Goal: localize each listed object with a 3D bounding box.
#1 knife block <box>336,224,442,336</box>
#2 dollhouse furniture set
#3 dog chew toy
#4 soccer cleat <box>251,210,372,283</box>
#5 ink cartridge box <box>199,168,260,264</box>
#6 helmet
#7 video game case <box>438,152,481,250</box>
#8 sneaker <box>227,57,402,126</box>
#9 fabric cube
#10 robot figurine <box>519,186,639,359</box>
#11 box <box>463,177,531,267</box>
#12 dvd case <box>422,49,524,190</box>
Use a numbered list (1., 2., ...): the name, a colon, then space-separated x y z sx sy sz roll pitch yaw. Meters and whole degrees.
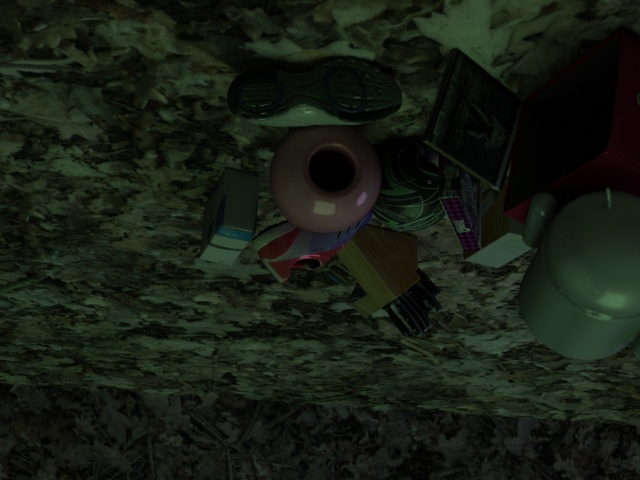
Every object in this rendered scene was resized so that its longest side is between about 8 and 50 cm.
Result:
1. knife block: 0.148 0.099 2.152 0.276 0.242 0.088 14 153 -22
2. dollhouse furniture set: 0.099 0.074 2.283 0.184 0.129 0.129 37 146 -13
3. dog chew toy: -0.002 -0.108 1.774 0.207 0.206 0.332 6 173 -7
4. soccer cleat: 0.000 0.000 1.970 0.318 0.116 0.109 -19 168 -40
5. ink cartridge box: -0.195 -0.048 1.986 0.082 0.139 0.190 11 154 -18
6. helmet: 0.174 -0.097 1.797 0.169 0.161 0.169 -13 149 -8
7. video game case: 0.258 -0.120 1.696 0.042 0.210 0.232 -4 154 18
8. sneaker: -0.007 -0.248 1.606 0.297 0.111 0.129 2 175 4
9. fabric cube: 0.494 -0.135 1.525 0.258 0.254 0.259 27 149 -17
10. robot figurine: 0.425 0.055 1.426 0.200 0.300 0.353 -38 160 -20
11. box: 0.385 -0.034 1.969 0.091 0.130 0.170 12 153 -22
12. dvd case: 0.267 -0.200 1.580 0.221 0.164 0.018 26 168 -41
